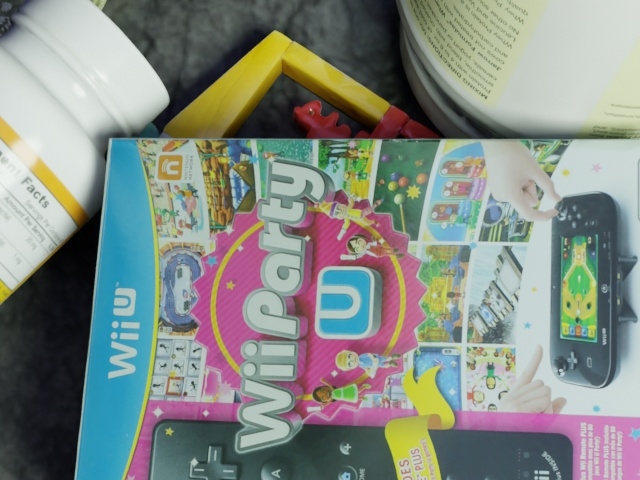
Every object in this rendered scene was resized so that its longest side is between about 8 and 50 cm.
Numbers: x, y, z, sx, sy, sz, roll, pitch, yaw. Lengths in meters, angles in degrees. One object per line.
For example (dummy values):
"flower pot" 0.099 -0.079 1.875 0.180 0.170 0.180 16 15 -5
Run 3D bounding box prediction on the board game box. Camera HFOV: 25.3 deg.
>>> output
"board game box" 0.032 0.063 0.772 0.303 0.097 0.224 1 75 10

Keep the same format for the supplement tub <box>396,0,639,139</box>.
"supplement tub" 0.166 -0.186 0.765 0.235 0.325 0.235 3 67 -7

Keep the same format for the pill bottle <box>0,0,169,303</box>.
"pill bottle" -0.209 -0.034 0.821 0.136 0.136 0.246 44 79 9

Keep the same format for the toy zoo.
"toy zoo" 0.000 0.000 0.876 0.293 0.030 0.192 34 77 7

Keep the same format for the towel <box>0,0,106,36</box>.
"towel" -0.213 -0.166 0.917 0.148 0.027 0.110 30 77 5
